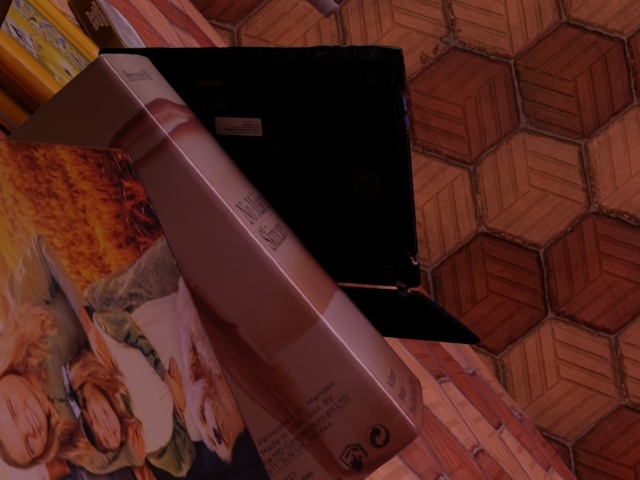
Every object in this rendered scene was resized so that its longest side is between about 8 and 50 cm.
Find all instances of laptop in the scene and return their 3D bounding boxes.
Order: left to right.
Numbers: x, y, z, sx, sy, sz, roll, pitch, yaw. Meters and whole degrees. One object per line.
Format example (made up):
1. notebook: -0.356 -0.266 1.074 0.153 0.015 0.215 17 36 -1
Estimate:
1. laptop: -0.016 -0.027 1.005 0.136 0.234 0.264 -40 128 -58

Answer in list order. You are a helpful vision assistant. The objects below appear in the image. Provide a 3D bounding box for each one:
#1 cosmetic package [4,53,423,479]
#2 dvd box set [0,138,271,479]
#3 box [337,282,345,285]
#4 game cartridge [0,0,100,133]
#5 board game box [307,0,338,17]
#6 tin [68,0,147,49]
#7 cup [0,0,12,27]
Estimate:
1. cosmetic package: -0.075 0.033 0.870 0.296 0.129 0.153 49 8 -4
2. dvd box set: -0.077 0.116 0.388 0.420 0.062 0.308 -14 81 -82
3. box: 0.000 0.000 1.334 0.021 0.201 0.164 11 -6 20
4. game cartridge: -0.234 -0.151 1.146 0.285 0.052 0.324 45 10 -37
5. board game box: -0.125 -0.277 0.581 0.390 0.050 0.390 50 7 2
6. tin: -0.237 -0.232 1.605 0.106 0.040 0.190 48 6 -49
7. cup: -0.224 -0.150 0.469 0.331 0.237 0.331 49 8 -9
